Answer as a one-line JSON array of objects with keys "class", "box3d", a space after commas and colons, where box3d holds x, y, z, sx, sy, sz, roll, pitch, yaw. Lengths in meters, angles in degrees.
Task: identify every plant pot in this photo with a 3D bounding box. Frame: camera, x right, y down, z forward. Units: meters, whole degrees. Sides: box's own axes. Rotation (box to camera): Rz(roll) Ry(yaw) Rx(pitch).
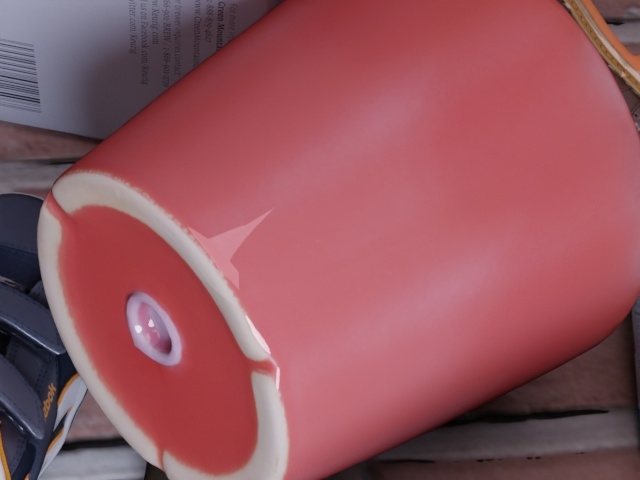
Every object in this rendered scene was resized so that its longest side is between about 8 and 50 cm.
[{"class": "plant pot", "box3d": [0.000, 0.000, 0.836, 0.243, 0.275, 0.275, -31, 67, -33]}]

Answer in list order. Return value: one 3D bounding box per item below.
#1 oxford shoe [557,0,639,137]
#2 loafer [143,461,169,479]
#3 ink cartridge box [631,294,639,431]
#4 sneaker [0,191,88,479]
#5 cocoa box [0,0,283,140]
[{"class": "oxford shoe", "box3d": [0.115, -0.117, 1.029, 0.364, 0.130, 0.133, 42, 70, 17]}, {"class": "loafer", "box3d": [-0.010, 0.179, 0.878, 0.220, 0.080, 0.078, 26, 83, 20]}, {"class": "ink cartridge box", "box3d": [0.248, 0.045, 0.937, 0.104, 0.061, 0.181, -5, 91, -9]}, {"class": "sneaker", "box3d": [-0.204, 0.089, 0.873, 0.126, 0.127, 0.321, 10, 58, 1]}, {"class": "cocoa box", "box3d": [-0.118, -0.247, 0.947, 0.231, 0.347, 0.228, 11, 59, 1]}]
